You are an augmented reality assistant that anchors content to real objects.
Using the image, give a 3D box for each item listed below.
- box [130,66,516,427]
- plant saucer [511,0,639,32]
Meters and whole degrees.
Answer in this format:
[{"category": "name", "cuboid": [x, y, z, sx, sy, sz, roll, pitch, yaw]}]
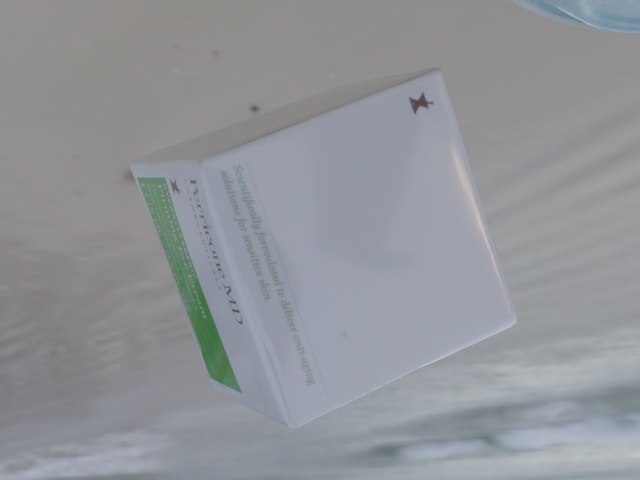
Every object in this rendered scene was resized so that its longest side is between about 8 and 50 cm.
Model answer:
[{"category": "box", "cuboid": [0.000, 0.000, 0.431, 0.102, 0.101, 0.087, -23, -168, -23]}, {"category": "plant saucer", "cuboid": [0.158, -0.127, 0.485, 0.195, 0.037, 0.195, -7, 166, -2]}]
